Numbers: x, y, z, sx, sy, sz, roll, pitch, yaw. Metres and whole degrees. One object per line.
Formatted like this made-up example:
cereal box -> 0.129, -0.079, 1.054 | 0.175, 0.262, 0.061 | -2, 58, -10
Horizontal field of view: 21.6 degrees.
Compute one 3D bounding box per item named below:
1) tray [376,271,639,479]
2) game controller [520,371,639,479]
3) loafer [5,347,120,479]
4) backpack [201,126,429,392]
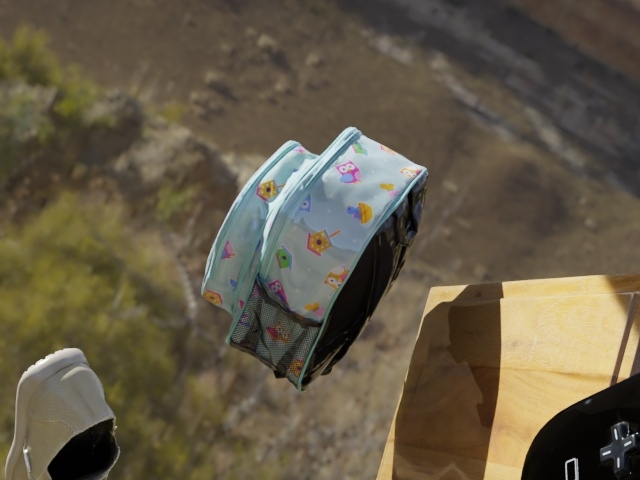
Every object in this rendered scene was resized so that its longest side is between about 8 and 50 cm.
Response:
tray -> 0.152, 0.133, 1.236 | 0.076, 0.203, 0.411 | 19, -8, -14
game controller -> 0.165, 0.222, 0.846 | 0.067, 0.166, 0.319 | 24, 54, -36
loafer -> -0.255, 0.220, 1.684 | 0.102, 0.268, 0.092 | -25, 57, -23
backpack -> 0.000, 0.000, 1.347 | 0.144, 0.188, 0.166 | 38, 46, 5
